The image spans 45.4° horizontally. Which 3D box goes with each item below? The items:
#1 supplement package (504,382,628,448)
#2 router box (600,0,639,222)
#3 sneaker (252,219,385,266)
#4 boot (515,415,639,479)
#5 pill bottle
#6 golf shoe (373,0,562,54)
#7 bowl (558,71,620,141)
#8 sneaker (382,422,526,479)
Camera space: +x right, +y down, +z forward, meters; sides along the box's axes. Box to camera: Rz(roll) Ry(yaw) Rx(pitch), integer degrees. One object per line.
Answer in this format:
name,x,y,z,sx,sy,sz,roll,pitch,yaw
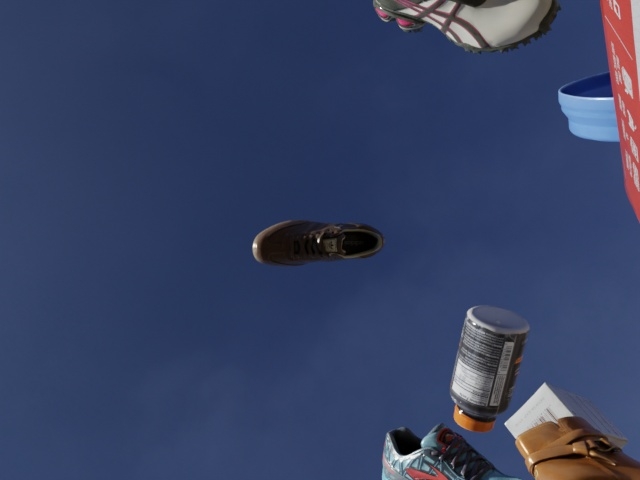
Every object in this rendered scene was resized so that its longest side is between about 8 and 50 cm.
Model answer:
supplement package,0.419,0.327,1.299,0.179,0.105,0.105,25,-70,-43
router box,0.174,-0.011,0.237,0.082,0.301,0.335,-19,-38,14
sneaker,0.000,0.000,1.081,0.188,0.071,0.066,-6,-90,-16
boot,0.313,0.236,0.783,0.197,0.152,0.073,1,-68,-16
pill bottle,0.340,0.269,1.571,0.130,0.130,0.246,-6,-66,-36
golf shoe,0.177,-0.326,1.014,0.105,0.272,0.120,-66,-29,-10
bowl,0.587,-0.232,1.226,0.391,0.391,0.077,-20,-72,-31
sneaker,0.194,0.345,1.157,0.104,0.261,0.125,-12,-82,-49
